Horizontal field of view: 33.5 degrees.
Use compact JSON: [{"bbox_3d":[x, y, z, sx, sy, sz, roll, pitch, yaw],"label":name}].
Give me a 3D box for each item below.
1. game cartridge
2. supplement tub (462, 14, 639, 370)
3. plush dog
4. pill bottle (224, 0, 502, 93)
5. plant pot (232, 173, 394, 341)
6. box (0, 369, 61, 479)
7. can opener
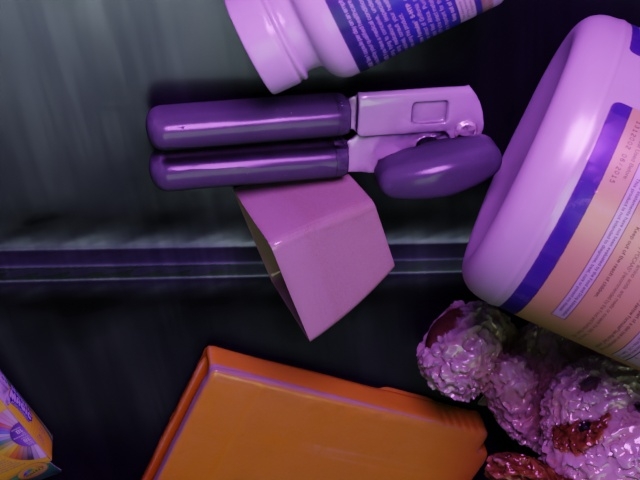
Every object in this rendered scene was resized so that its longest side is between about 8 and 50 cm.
[{"bbox_3d":[-0.018,0.259,1.110,0.324,0.052,0.285,16,119,-23],"label":"game cartridge"},{"bbox_3d":[0.303,-0.004,0.819,0.331,0.241,0.241,25,118,3],"label":"supplement tub"},{"bbox_3d":[0.246,0.153,0.977,0.263,0.225,0.210,-23,124,5],"label":"plush dog"},{"bbox_3d":[0.030,-0.185,0.782,0.187,0.112,0.112,-26,124,6],"label":"pill bottle"},{"bbox_3d":[0.000,0.000,0.909,0.096,0.109,0.109,-26,125,-7],"label":"plant pot"},{"bbox_3d":[-0.328,0.172,0.995,0.105,0.043,0.179,-23,122,4],"label":"box"},{"bbox_3d":[0.005,-0.074,0.860,0.284,0.095,0.076,-6,123,-11],"label":"can opener"}]
